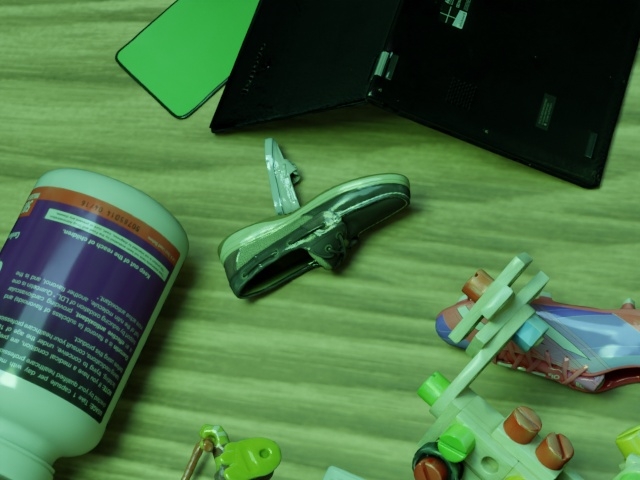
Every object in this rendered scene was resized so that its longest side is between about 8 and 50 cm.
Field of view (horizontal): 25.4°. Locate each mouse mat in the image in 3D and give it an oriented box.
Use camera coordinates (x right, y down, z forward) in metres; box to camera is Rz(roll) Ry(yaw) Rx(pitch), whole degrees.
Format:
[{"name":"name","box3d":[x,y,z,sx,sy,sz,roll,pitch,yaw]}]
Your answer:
[{"name":"mouse mat","box3d":[-0.144,-0.245,1.730,0.190,0.007,0.152,-43,58,-6]}]

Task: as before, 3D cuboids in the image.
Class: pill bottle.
[{"name":"pill bottle","box3d":[-0.277,0.097,1.483,0.182,0.181,0.323,14,67,25]}]

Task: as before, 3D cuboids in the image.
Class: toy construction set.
[{"name":"toy construction set","box3d":[0.206,0.176,1.258,0.327,0.151,0.215,52,131,24]}]

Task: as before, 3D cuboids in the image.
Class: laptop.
[{"name":"laptop","box3d":[0.137,-0.256,1.629,0.408,0.236,0.382,21,69,-4]}]

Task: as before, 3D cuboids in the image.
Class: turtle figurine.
[{"name":"turtle figurine","box3d":[-0.080,0.283,1.326,0.087,0.217,0.269,11,61,-14]}]

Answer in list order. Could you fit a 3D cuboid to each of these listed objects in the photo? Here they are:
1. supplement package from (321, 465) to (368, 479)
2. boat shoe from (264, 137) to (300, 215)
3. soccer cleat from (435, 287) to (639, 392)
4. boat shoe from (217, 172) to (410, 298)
[{"name":"supplement package","box3d":[0.025,0.319,1.303,0.105,0.105,0.179,19,69,26]},{"name":"boat shoe","box3d":[-0.040,-0.072,1.583,0.035,0.035,0.100,-11,60,1]},{"name":"soccer cleat","box3d":[0.229,0.103,1.369,0.248,0.083,0.095,2,68,17]},{"name":"boat shoe","box3d":[-0.001,0.000,1.508,0.224,0.080,0.073,-22,63,13]}]
